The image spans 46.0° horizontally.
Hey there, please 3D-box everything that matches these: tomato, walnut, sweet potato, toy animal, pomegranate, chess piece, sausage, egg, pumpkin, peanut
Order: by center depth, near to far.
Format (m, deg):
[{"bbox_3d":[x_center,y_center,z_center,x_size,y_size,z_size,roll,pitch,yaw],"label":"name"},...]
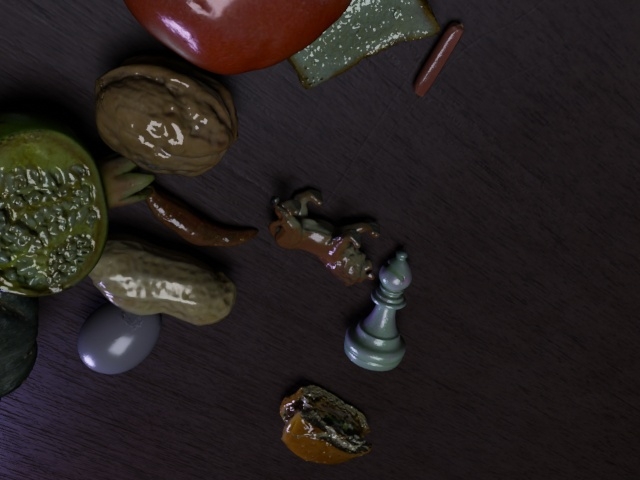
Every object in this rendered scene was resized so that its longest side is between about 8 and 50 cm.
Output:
[{"bbox_3d":[-0.109,-0.394,0.998,0.341,0.342,0.272,-29,169,16],"label":"tomato"},{"bbox_3d":[-0.253,-0.204,1.236,0.244,0.198,0.198,24,123,-16],"label":"walnut"},{"bbox_3d":[-0.478,-0.080,1.305,0.358,0.216,0.310,-22,113,-33],"label":"pomegranate"},{"bbox_3d":[0.204,-0.315,1.311,0.035,0.030,0.147,15,126,-20],"label":"sausage"},{"bbox_3d":[-0.675,0.142,1.418,0.257,0.291,0.328,-15,124,-34],"label":"pumpkin"},{"bbox_3d":[-0.243,-0.033,1.469,0.255,0.058,0.078,25,102,-31],"label":"sweet potato"},{"bbox_3d":[-0.317,0.083,1.494,0.313,0.152,0.152,18,125,-24],"label":"peanut"},{"bbox_3d":[0.000,0.000,1.509,0.312,0.097,0.157,25,128,-24],"label":"toy animal"},{"bbox_3d":[-0.418,0.196,1.575,0.198,0.146,0.146,-34,126,11],"label":"egg"},{"bbox_3d":[0.142,0.139,1.638,0.139,0.139,0.272,6,117,-13],"label":"chess piece"}]

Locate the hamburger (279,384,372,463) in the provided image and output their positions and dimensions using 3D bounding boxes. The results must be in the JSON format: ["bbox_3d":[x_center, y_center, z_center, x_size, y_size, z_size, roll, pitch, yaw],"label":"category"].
[{"bbox_3d":[0.002,0.480,1.874,0.156,0.144,0.283,-38,127,22],"label":"hamburger"}]

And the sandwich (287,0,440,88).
[{"bbox_3d":[0.039,-0.376,1.202,0.251,0.087,0.226,-23,128,11],"label":"sandwich"}]
